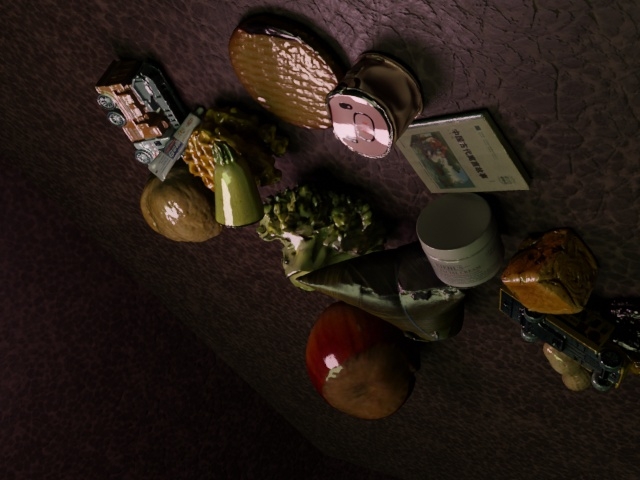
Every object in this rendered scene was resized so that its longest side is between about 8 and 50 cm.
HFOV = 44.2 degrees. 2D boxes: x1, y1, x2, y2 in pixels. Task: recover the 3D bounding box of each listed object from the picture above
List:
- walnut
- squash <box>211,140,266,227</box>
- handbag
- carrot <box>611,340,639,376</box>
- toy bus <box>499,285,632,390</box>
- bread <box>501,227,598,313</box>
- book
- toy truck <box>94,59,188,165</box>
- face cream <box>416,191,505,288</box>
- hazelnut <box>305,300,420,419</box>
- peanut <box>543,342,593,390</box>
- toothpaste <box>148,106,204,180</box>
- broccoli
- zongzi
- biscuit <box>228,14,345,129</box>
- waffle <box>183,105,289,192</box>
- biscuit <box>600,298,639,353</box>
[{"bbox_3d":[-0.412,-0.113,2.402,0.283,0.227,0.283,-7,132,-8],"label":"walnut"},{"bbox_3d":[-0.207,-0.132,1.951,0.137,0.137,0.287,26,149,16],"label":"squash"},{"bbox_3d":[0.110,-0.281,1.649,0.179,0.116,0.205,22,153,24],"label":"handbag"},{"bbox_3d":[0.714,0.261,1.950,0.229,0.069,0.069,31,154,1],"label":"carrot"},{"bbox_3d":[0.584,0.208,1.872,0.335,0.123,0.121,35,157,30],"label":"toy bus"},{"bbox_3d":[0.519,0.073,1.770,0.158,0.149,0.143,39,156,-25],"label":"bread"},{"bbox_3d":[0.295,-0.185,1.709,0.283,0.025,0.215,-1,137,52],"label":"book"},{"bbox_3d":[-0.459,-0.340,2.190,0.184,0.133,0.338,-3,137,27],"label":"toy truck"},{"bbox_3d":[0.325,0.000,1.816,0.177,0.177,0.153,13,148,37],"label":"face cream"},{"bbox_3d":[0.142,0.369,2.518,0.359,0.359,0.409,12,151,37],"label":"hazelnut"},{"bbox_3d":[0.670,0.334,2.108,0.104,0.085,0.228,14,151,52],"label":"peanut"},{"bbox_3d":[-0.388,-0.270,2.155,0.060,0.233,0.038,38,-168,-1],"label":"toothpaste"},{"bbox_3d":[0.002,-0.019,2.113,0.334,0.324,0.272,41,-162,-33],"label":"broccoli"},{"bbox_3d":[0.174,0.155,2.092,0.432,0.207,0.403,-6,152,6],"label":"zongzi"},{"bbox_3d":[-0.070,-0.374,1.783,0.318,0.040,0.318,28,153,15],"label":"biscuit"},{"bbox_3d":[-0.228,-0.223,2.111,0.261,0.151,0.324,34,153,-7],"label":"waffle"},{"bbox_3d":[0.745,0.205,1.832,0.195,0.053,0.194,27,154,14],"label":"biscuit"}]
